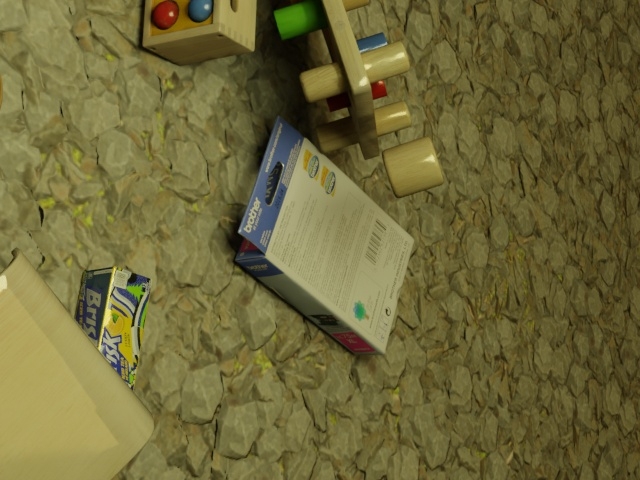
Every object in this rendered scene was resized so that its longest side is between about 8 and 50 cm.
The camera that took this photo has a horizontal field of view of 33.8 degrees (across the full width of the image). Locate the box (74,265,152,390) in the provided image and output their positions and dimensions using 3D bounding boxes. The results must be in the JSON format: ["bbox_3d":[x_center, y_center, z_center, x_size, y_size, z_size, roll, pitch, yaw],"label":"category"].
[{"bbox_3d":[-0.227,0.115,1.108,0.054,0.059,0.168,24,66,-42],"label":"box"}]

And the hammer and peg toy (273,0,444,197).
[{"bbox_3d":[0.035,-0.198,1.282,0.266,0.127,0.361,67,5,-76],"label":"hammer and peg toy"}]

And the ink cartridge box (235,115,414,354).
[{"bbox_3d":[0.000,0.000,1.382,0.311,0.065,0.185,42,53,-39],"label":"ink cartridge box"}]

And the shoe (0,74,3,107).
[{"bbox_3d":[-0.365,-0.084,0.997,0.077,0.058,0.219,26,59,-21],"label":"shoe"}]

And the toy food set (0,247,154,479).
[{"bbox_3d":[-0.321,0.183,0.960,0.306,0.092,0.219,-45,113,-28],"label":"toy food set"}]

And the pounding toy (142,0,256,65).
[{"bbox_3d":[-0.154,-0.290,1.219,0.100,0.130,0.141,19,69,-58],"label":"pounding toy"}]
